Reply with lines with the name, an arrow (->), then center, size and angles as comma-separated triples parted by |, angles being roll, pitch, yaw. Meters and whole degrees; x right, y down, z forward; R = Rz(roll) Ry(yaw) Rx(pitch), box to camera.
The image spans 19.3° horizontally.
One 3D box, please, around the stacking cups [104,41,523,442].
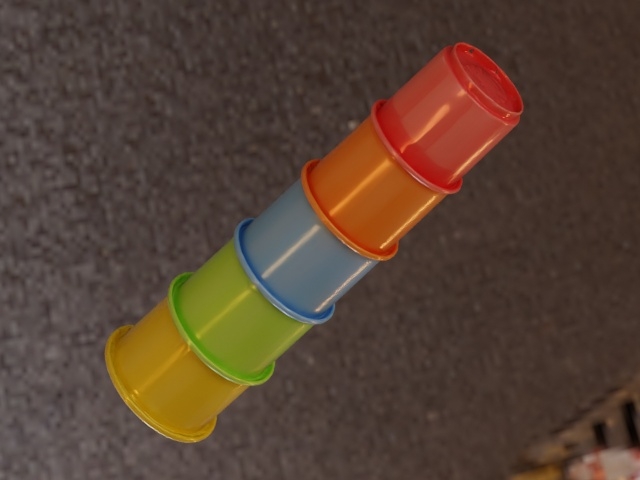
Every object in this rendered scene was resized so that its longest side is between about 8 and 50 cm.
stacking cups -> 0.000, 0.000, 1.189 | 0.316, 0.096, 0.096 | -42, 140, 22
